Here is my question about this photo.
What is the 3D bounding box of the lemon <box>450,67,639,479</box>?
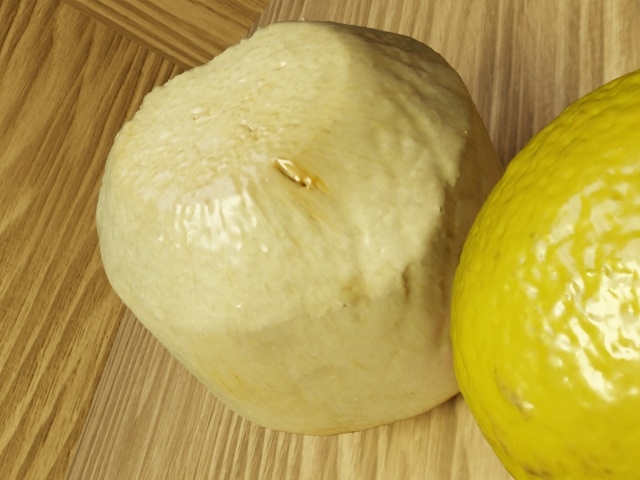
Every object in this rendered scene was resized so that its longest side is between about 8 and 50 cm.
[{"bbox_3d":[0.197,0.040,0.388,0.310,0.253,0.253,-51,26,29],"label":"lemon"}]

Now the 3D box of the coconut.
[{"bbox_3d":[0.000,0.000,0.717,0.415,0.415,0.345,-44,41,39],"label":"coconut"}]
